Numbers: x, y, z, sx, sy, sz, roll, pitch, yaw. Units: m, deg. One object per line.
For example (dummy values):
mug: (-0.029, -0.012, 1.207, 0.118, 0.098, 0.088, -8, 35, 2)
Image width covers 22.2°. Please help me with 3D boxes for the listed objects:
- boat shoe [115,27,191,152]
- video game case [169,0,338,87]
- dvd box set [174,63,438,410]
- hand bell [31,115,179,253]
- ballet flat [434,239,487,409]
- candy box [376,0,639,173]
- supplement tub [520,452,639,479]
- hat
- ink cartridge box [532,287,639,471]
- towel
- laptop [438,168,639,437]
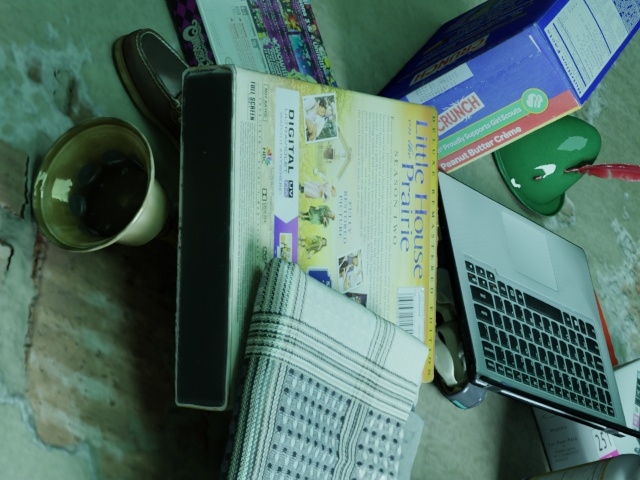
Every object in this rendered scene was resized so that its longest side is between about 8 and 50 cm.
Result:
boat shoe: (-0.120, -0.126, 1.612, 0.207, 0.073, 0.073, 55, 40, -18)
video game case: (-0.068, -0.210, 1.751, 0.210, 0.042, 0.232, -15, 86, -56)
dvd box set: (0.000, 0.000, 1.609, 0.420, 0.062, 0.308, 0, 91, -61)
hand bell: (-0.146, -0.014, 1.517, 0.242, 0.126, 0.126, 34, 47, -57)
ballet flat: (0.148, 0.093, 1.873, 0.074, 0.074, 0.203, 10, 68, -52)
candy box: (0.224, -0.213, 1.956, 0.122, 0.268, 0.317, 58, 37, -11)
supplement tub: (0.324, 0.326, 1.875, 0.144, 0.199, 0.144, 29, 51, -44)
hat: (0.357, -0.136, 2.172, 0.208, 0.183, 0.173, 10, 65, -52)
ink cartridge box: (0.358, 0.184, 2.123, 0.275, 0.060, 0.239, -11, 84, -55)
towel: (0.010, 0.212, 1.517, 0.324, 0.056, 0.312, 37, 59, -56)
laptop: (0.351, 0.112, 1.870, 0.382, 0.236, 0.408, 24, 50, -52)
